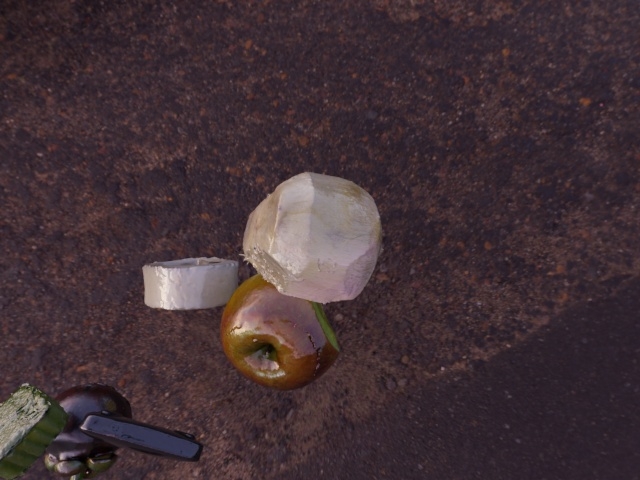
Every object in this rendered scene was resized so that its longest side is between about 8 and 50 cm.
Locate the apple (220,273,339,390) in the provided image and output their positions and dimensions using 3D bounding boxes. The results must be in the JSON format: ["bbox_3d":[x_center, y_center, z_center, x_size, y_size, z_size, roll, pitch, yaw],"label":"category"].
[{"bbox_3d":[-0.116,0.275,1.358,0.385,0.374,0.373,23,76,6],"label":"apple"}]

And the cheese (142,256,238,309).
[{"bbox_3d":[-0.456,0.147,1.495,0.333,0.293,0.152,3,95,40],"label":"cheese"}]

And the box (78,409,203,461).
[{"bbox_3d":[-0.466,0.505,1.097,0.290,0.289,0.073,25,59,-17],"label":"box"}]

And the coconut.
[{"bbox_3d":[0.002,-0.001,0.595,0.195,0.194,0.194,1,76,-2],"label":"coconut"}]

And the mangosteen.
[{"bbox_3d":[-0.810,0.651,1.472,0.312,0.311,0.310,1,76,-2],"label":"mangosteen"}]

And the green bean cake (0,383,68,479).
[{"bbox_3d":[-0.855,0.536,1.212,0.201,0.113,0.214,16,55,37],"label":"green bean cake"}]
